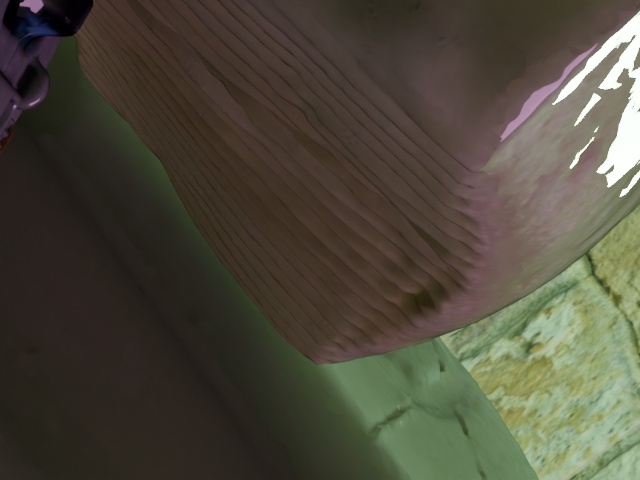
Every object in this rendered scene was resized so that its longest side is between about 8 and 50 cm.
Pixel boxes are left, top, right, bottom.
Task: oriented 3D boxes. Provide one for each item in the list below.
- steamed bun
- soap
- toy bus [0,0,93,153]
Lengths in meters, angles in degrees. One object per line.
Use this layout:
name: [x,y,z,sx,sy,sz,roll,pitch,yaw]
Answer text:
steamed bun: [0.043,-0.112,0.607,0.236,0.247,0.383,-40,171,-14]
soap: [-0.053,0.091,0.942,0.213,0.435,0.350,-37,170,11]
toy bus: [-0.157,-0.066,0.457,0.126,0.136,0.209,-59,177,-6]
